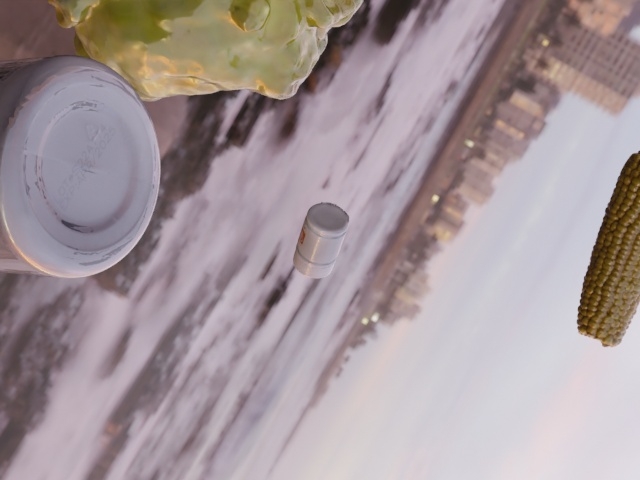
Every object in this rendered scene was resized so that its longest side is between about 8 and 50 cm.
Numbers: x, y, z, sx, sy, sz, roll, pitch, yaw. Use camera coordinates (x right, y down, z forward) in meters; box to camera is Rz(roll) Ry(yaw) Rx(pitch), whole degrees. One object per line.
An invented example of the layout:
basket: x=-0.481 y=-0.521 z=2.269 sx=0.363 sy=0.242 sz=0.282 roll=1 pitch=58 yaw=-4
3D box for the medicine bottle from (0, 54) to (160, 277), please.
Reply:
medicine bottle: x=-0.273 y=-0.056 z=0.881 sx=0.157 sy=0.288 sz=0.157 roll=-5 pitch=97 yaw=-52

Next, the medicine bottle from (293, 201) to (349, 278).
medicine bottle: x=0.000 y=0.000 z=1.490 sx=0.057 sy=0.057 sz=0.089 roll=-56 pitch=168 yaw=-46

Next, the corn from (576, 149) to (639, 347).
corn: x=0.453 y=0.003 z=1.684 sx=0.101 sy=0.101 sz=0.310 roll=-43 pitch=150 yaw=-76

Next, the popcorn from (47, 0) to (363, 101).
popcorn: x=-0.117 y=-0.274 z=1.134 sx=0.312 sy=0.312 sz=0.312 roll=-60 pitch=176 yaw=-7
